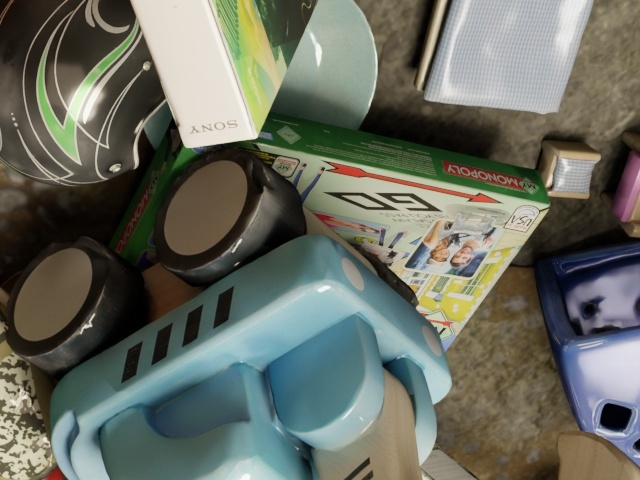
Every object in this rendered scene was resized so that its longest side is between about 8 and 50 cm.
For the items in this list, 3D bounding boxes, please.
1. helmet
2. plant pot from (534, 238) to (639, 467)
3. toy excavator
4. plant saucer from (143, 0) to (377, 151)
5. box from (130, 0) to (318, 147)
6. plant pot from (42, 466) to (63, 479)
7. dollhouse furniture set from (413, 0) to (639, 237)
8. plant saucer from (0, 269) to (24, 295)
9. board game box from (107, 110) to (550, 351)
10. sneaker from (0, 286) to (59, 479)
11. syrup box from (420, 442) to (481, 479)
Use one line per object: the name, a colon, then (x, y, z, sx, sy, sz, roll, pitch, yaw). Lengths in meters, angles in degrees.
helmet: (-0.187, -0.123, 1.211, 0.169, 0.169, 0.162, 31, 95, -31)
plant pot: (0.320, 0.124, 1.433, 0.236, 0.236, 0.212, -11, 107, 4)
toy excavator: (0.009, 0.149, 1.169, 0.433, 0.445, 0.222, -30, 136, 20)
plant saucer: (-0.052, -0.131, 1.325, 0.195, 0.037, 0.195, -8, 120, -14)
box: (-0.058, -0.244, 1.101, 0.058, 0.322, 0.232, -5, 126, 21)
plant pot: (-0.256, 0.277, 1.399, 0.191, 0.191, 0.174, -27, 117, -3)
dollhouse furniture set: (0.215, -0.121, 1.327, 0.303, 0.198, 0.286, 5, 116, -21)
plant saucer: (-0.229, 0.053, 1.381, 0.083, 0.015, 0.083, -8, 121, -14)
board game box: (0.000, 0.000, 1.375, 0.317, 0.046, 0.213, 10, 133, -24)
sneaker: (-0.343, 0.063, 1.224, 0.158, 0.182, 0.410, -39, 114, 9)
syrup box: (0.037, 0.195, 1.417, 0.096, 0.237, 0.093, -58, 156, 12)
